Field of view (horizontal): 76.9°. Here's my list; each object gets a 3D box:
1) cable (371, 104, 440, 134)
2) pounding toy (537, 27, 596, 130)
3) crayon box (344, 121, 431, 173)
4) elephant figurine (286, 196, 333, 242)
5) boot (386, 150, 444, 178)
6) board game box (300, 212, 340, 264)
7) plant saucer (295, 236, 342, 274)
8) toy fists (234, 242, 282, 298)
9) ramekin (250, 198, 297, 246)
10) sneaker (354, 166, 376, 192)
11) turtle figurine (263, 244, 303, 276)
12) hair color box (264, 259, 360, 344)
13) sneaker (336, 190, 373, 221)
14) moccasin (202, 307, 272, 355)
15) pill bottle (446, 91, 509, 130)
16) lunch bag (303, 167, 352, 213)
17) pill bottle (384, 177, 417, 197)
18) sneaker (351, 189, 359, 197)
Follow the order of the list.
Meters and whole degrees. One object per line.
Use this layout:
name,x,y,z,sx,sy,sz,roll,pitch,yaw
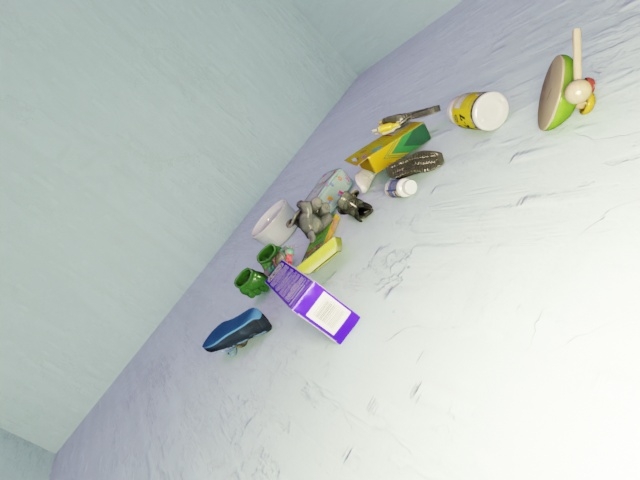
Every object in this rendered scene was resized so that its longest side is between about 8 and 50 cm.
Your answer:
cable,0.359,-0.492,1.661,0.288,0.072,0.139,-4,16,30
pounding toy,0.627,-0.370,0.986,0.237,0.110,0.182,35,-117,-76
crayon box,0.272,-0.379,1.681,0.319,0.081,0.202,-32,21,0
elephant figurine,-0.064,-0.088,1.749,0.186,0.169,0.240,-31,10,-32
boot,0.346,-0.270,1.458,0.198,0.076,0.137,-8,-1,19
board game box,0.000,0.000,1.709,0.124,0.039,0.259,-30,24,42
plant saucer,0.005,0.062,1.472,0.188,0.045,0.188,-40,-7,7
toy fists,-0.248,0.144,1.806,0.279,0.142,0.096,-48,51,2
ramekin,-0.239,-0.082,2.201,0.277,0.135,0.277,-40,22,20
sneaker,0.210,-0.286,1.761,0.094,0.080,0.212,-23,28,26
turtle figurine,-0.143,0.092,1.646,0.234,0.118,0.175,-50,46,35
hair color box,-0.039,0.178,1.242,0.110,0.185,0.339,-52,20,-5
sneaker,0.138,-0.121,1.602,0.087,0.130,0.227,-54,-7,-2
moccasin,-0.331,0.380,1.572,0.342,0.117,0.137,-28,28,36
pill bottle,0.511,-0.429,1.335,0.119,0.119,0.208,-46,20,7
lunch bag,0.023,-0.219,1.959,0.279,0.108,0.224,-55,18,-20
pill bottle,0.285,-0.185,1.421,0.067,0.067,0.120,-52,20,-11
sneaker,0.140,-0.194,1.783,0.083,0.031,0.035,-50,21,-6
